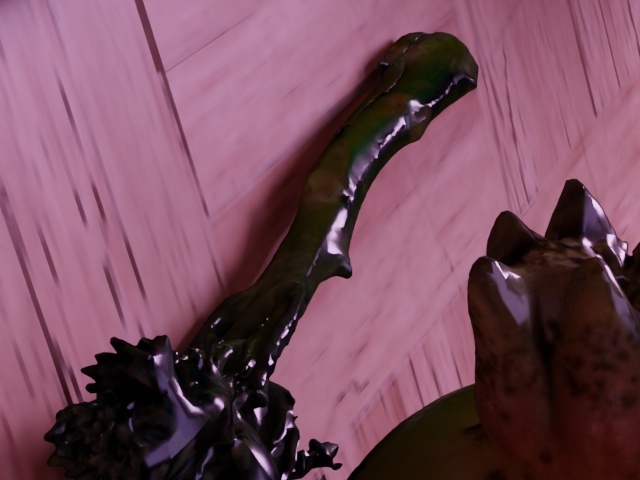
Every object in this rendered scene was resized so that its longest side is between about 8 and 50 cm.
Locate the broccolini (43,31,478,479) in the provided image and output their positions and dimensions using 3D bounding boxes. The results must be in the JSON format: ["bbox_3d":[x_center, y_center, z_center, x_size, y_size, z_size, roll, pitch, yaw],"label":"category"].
[{"bbox_3d":[0.007,0.004,0.492,0.254,0.057,0.071,-53,172,-51],"label":"broccolini"}]

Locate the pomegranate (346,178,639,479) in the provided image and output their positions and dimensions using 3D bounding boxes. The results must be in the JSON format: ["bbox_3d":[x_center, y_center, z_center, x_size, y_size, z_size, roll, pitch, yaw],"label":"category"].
[{"bbox_3d":[0.061,0.087,0.457,0.159,0.159,0.205,-53,145,-55],"label":"pomegranate"}]
